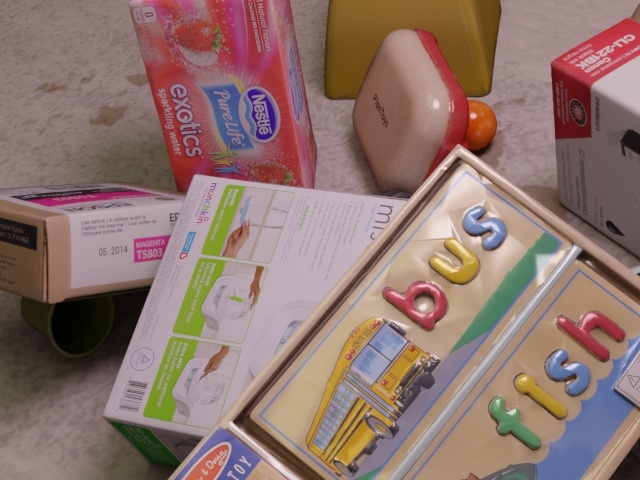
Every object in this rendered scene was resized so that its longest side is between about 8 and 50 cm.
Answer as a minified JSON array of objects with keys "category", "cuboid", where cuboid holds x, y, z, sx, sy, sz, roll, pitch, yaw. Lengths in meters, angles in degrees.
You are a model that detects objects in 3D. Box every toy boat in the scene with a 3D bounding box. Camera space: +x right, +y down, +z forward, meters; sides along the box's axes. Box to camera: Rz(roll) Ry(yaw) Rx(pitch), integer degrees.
[{"category":"toy boat","cuboid":[0.134,-0.143,1.484,0.151,0.151,0.231,10,36,-23]}]

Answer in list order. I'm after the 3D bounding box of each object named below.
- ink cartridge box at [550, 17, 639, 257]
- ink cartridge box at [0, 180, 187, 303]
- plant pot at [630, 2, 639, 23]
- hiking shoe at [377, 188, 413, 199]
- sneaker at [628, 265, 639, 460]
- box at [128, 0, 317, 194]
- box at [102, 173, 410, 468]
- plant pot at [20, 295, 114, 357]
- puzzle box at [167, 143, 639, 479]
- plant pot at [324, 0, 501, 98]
[{"category":"ink cartridge box","cuboid":[0.365,-0.071,1.279,0.114,0.197,0.273,-30,44,-19]},{"category":"ink cartridge box","cuboid":[-0.240,-0.005,1.320,0.193,0.088,0.235,10,12,42]},{"category":"plant pot","cuboid":[0.462,-0.223,1.438,0.284,0.191,0.284,-7,41,6]},{"category":"hiking shoe","cuboid":[0.000,0.000,1.364,0.227,0.086,0.114,-34,49,-24]},{"category":"sneaker","cuboid":[0.321,0.107,1.166,0.151,0.094,0.256,-19,42,-14]},{"category":"box","cuboid":[-0.099,-0.176,1.424,0.154,0.300,0.142,-5,39,6]},{"category":"box","cuboid":[-0.039,0.086,1.188,0.231,0.126,0.262,7,62,20]},{"category":"plant pot","cuboid":[-0.275,0.074,1.355,0.079,0.083,0.083,14,45,42]},{"category":"puzzle box","cuboid":[0.092,0.147,1.036,0.272,0.052,0.409,37,74,11]},{"category":"plant pot","cuboid":[0.112,-0.317,1.627,0.212,0.187,0.212,0,42,13]}]
